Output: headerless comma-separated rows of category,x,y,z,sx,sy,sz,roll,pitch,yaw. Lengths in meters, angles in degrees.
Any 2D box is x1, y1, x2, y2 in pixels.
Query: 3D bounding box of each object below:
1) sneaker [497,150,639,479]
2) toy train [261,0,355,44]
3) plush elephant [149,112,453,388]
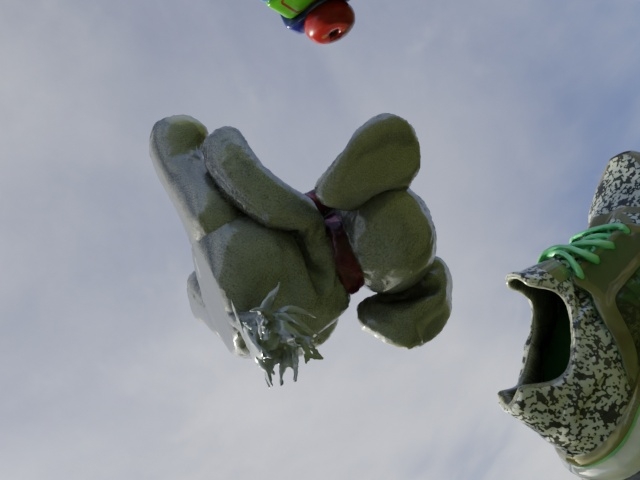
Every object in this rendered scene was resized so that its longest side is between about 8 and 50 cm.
sneaker,0.297,0.047,0.741,0.182,0.158,0.410,29,-119,-15
toy train,0.040,-0.251,0.468,0.143,0.248,0.105,1,-117,-62
plush elephant,0.000,0.000,0.708,0.256,0.330,0.271,-20,-60,-19
